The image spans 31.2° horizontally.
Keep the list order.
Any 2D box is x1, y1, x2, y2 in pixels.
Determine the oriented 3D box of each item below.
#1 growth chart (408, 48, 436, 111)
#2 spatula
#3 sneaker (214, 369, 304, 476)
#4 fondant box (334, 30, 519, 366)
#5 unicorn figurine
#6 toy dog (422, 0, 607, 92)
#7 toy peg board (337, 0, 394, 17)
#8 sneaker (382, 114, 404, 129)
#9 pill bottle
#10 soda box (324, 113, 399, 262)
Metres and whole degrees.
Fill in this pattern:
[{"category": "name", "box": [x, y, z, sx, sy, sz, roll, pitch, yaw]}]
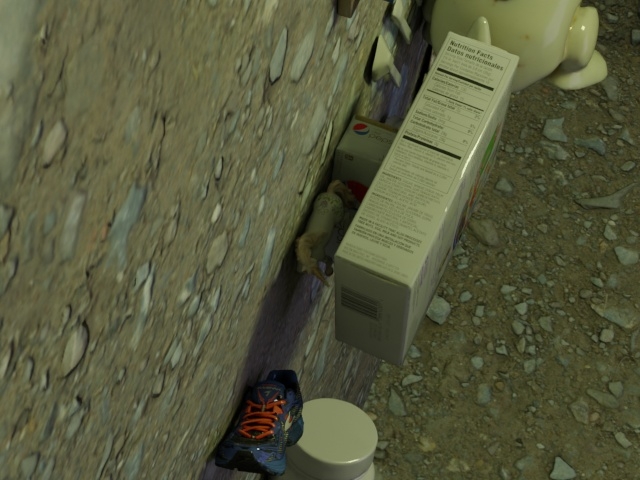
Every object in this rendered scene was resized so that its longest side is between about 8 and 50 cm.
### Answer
[{"category": "growth chart", "box": [0.202, -0.331, 1.966, 0.172, 0.021, 0.237, -37, 145, -74]}, {"category": "spatula", "box": [0.103, -0.278, 1.493, 0.242, 0.019, 0.168, 7, 96, -82]}, {"category": "sneaker", "box": [-0.068, 0.206, 1.315, 0.221, 0.083, 0.087, -55, 149, -78]}, {"category": "fondant box", "box": [0.124, -0.045, 1.371, 0.330, 0.096, 0.238, -61, 167, -24]}, {"category": "unicorn figurine", "box": [0.000, 0.000, 1.340, 0.111, 0.060, 0.162, 68, 27, -63]}, {"category": "toy dog", "box": [0.277, -0.432, 1.568, 0.395, 0.284, 0.408, -28, 138, -51]}, {"category": "toy peg board", "box": [0.082, -0.310, 1.081, 0.161, 0.079, 0.161, 91, 20, -62]}, {"category": "sneaker", "box": [0.106, -0.099, 1.631, 0.235, 0.094, 0.090, -62, 166, -53]}, {"category": "pill bottle", "box": [-0.006, 0.389, 1.765, 0.160, 0.160, 0.283, -59, 165, -53]}, {"category": "soda box", "box": [0.053, -0.055, 1.458, 0.216, 0.073, 0.069, 98, 16, -51]}]
